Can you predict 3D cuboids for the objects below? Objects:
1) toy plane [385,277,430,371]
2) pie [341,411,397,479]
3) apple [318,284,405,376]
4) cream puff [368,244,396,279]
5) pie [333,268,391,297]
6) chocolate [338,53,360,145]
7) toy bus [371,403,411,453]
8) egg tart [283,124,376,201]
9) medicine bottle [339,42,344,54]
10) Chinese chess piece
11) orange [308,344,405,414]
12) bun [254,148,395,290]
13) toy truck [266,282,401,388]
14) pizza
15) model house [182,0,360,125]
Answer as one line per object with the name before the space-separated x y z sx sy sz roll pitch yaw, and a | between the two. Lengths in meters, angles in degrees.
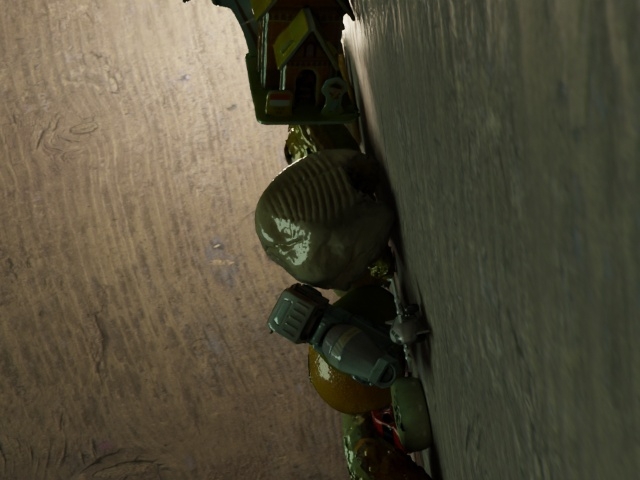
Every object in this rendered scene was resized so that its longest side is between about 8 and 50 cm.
toy plane | 0.140 0.144 1.459 0.171 0.066 0.162 -134 32 -83
pie | 0.139 0.506 2.053 0.296 0.078 0.371 39 -148 -54
apple | 0.085 0.179 1.722 0.157 0.196 0.196 43 168 15
cream puff | 0.124 0.038 1.789 0.058 0.083 0.083 -19 63 49
pie | 0.031 0.019 1.854 0.282 0.128 0.068 47 162 -9
chocolate | 0.047 -0.325 2.070 0.085 0.086 0.219 -104 8 -74
toy bus | 0.160 0.388 1.978 0.195 0.089 0.081 -102 2 -50
egg tart | 0.009 -0.175 1.912 0.294 0.123 0.294 55 -164 -25
medicine bottle | 0.034 -0.366 2.221 0.111 0.076 0.308 -90 -8 -49
Chinese chess piece | 0.172 0.334 1.701 0.144 0.059 0.144 171 90 -88
orange | 0.078 0.263 1.922 0.236 0.236 0.236 170 90 -89
bun | 0.013 -0.024 1.701 0.281 0.282 0.204 -101 -6 -52
toy truck | 0.028 0.173 1.562 0.108 0.257 0.140 -62 -13 5
pizza | 0.168 0.460 1.657 0.228 0.081 0.289 48 179 42
model house | -0.096 -0.432 1.739 0.300 0.340 0.323 -104 16 -51
